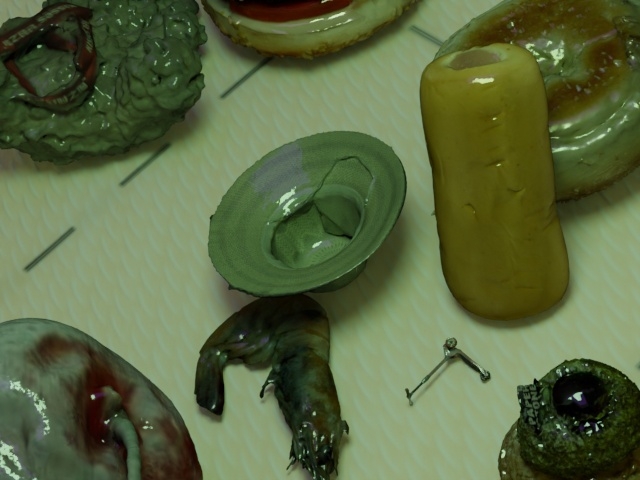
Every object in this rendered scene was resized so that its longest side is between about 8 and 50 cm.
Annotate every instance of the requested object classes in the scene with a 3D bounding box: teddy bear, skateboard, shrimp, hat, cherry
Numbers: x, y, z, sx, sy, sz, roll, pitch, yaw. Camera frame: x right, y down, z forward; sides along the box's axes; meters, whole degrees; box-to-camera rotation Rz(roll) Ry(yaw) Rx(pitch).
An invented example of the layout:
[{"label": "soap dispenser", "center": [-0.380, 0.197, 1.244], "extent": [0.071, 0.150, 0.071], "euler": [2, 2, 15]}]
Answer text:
[{"label": "teddy bear", "center": [-0.318, -0.269, 2.140], "extent": [0.358, 0.224, 0.367], "euler": [-1, 50, 3]}, {"label": "skateboard", "center": [0.134, 0.153, 1.744], "extent": [0.083, 0.032, 0.064], "euler": [-41, 60, -16]}, {"label": "shrimp", "center": [-0.058, 0.175, 1.787], "extent": [0.169, 0.058, 0.296], "euler": [-23, 44, 12]}, {"label": "hat", "center": [0.000, 0.000, 1.861], "extent": [0.252, 0.110, 0.252], "euler": [-16, 44, 16]}, {"label": "cherry", "center": [-0.301, 0.239, 1.644], "extent": [0.335, 0.326, 0.291], "euler": [-18, 41, 7]}]

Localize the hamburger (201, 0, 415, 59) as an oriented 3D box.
[{"label": "hamburger", "center": [-0.023, -0.404, 2.098], "extent": [0.330, 0.250, 0.330], "euler": [-13, 47, 14]}]

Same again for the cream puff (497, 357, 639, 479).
[{"label": "cream puff", "center": [0.251, 0.192, 1.572], "extent": [0.183, 0.169, 0.183], "euler": [-10, 52, 13]}]

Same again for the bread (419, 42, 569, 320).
[{"label": "bread", "center": [0.181, -0.056, 1.718], "extent": [0.142, 0.305, 0.091], "euler": [-3, 27, 18]}]

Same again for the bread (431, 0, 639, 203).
[{"label": "bread", "center": [0.273, -0.163, 1.851], "extent": [0.306, 0.158, 0.305], "euler": [-13, 47, 14]}]
